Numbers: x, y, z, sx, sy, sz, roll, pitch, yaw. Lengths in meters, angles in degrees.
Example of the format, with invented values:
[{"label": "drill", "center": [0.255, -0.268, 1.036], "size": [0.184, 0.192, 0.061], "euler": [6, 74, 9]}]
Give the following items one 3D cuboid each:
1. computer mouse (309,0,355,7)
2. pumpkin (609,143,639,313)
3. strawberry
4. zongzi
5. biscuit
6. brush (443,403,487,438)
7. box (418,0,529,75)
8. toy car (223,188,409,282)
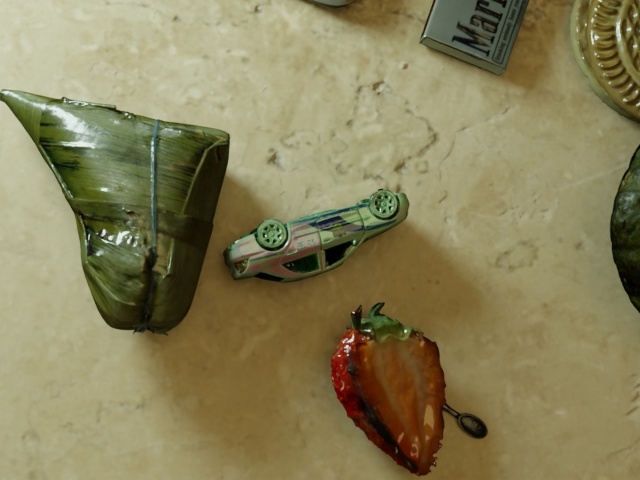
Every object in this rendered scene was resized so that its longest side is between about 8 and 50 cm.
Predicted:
[{"label": "computer mouse", "center": [-0.030, -0.361, 1.385], "size": [0.199, 0.045, 0.102], "euler": [26, 77, -4]}, {"label": "pumpkin", "center": [0.499, -0.018, 1.325], "size": [0.320, 0.192, 0.320], "euler": [-1, 96, -7]}, {"label": "strawberry", "center": [0.074, 0.165, 1.280], "size": [0.192, 0.085, 0.140], "euler": [47, 58, -20]}, {"label": "zongzi", "center": [-0.256, -0.034, 1.242], "size": [0.274, 0.125, 0.251], "euler": [14, 70, -5]}, {"label": "biscuit", "center": [0.444, -0.258, 1.432], "size": [0.259, 0.079, 0.259], "euler": [2, 80, -9]}, {"label": "brush", "center": [0.163, 0.208, 1.327], "size": [0.083, 0.008, 0.024], "euler": [35, 79, -2]}, {"label": "box", "center": [0.205, -0.309, 1.421], "size": [0.115, 0.036, 0.177], "euler": [22, 76, -5]}, {"label": "toy car", "center": [0.000, 0.000, 1.297], "size": [0.224, 0.090, 0.076], "euler": [-15, 85, -13]}]
